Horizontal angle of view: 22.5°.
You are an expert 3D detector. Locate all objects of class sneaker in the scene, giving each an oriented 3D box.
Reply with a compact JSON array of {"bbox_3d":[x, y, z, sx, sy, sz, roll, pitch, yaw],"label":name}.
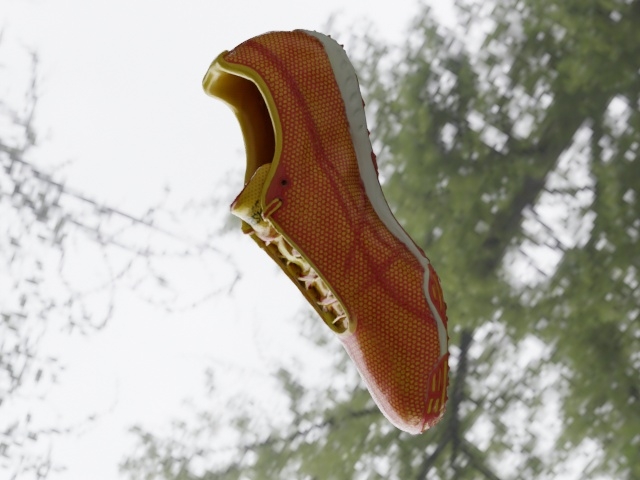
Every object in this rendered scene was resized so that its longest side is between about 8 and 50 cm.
[{"bbox_3d":[0.000,0.000,0.653,0.067,0.064,0.175,-19,-102,-25],"label":"sneaker"}]
